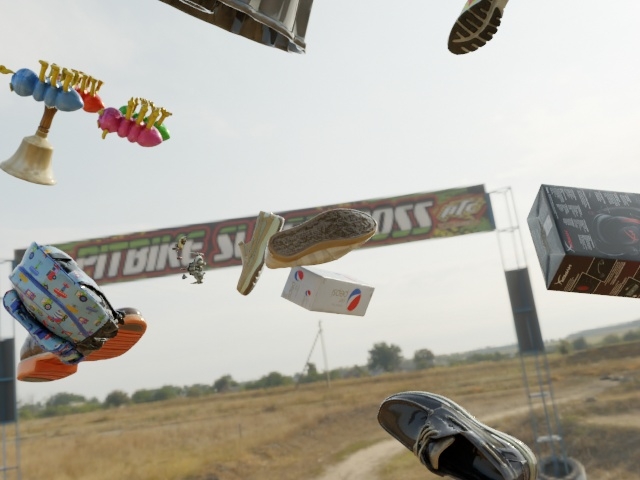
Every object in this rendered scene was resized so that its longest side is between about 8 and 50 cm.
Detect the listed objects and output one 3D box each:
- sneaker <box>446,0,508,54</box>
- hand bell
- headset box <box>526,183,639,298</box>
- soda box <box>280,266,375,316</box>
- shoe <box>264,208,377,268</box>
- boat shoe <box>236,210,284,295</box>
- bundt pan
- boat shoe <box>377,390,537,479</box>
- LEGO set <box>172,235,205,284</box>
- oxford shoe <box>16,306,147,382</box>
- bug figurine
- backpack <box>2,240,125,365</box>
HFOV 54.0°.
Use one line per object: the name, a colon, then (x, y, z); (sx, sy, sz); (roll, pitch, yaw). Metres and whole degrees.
sneaker: (0.322, -0.463, 1.247); (0.081, 0.094, 0.209); (31, -72, -17)
hand bell: (-0.616, -0.257, 1.401); (0.126, 0.242, 0.126); (23, 12, -5)
headset box: (0.598, 0.003, 1.284); (0.292, 0.218, 0.110); (5, -46, -2)
soda box: (0.020, 0.098, 1.203); (0.073, 0.069, 0.216); (23, 4, 32)
shoe: (0.000, 0.000, 1.066); (0.218, 0.077, 0.058); (-16, -33, -30)
boat shoe: (-0.146, 0.025, 1.355); (0.072, 0.190, 0.068); (24, -18, 0)
bundt pan: (-0.148, -0.370, 0.830); (0.330, 0.124, 0.331); (21, 9, -3)
boat shoe: (0.260, 0.410, 1.291); (0.355, 0.133, 0.130); (14, 5, 37)
LEGO set: (-0.184, 0.033, 0.912); (0.023, 0.054, 0.083); (0, -33, 26)
oxford shoe: (-0.492, 0.181, 1.263); (0.363, 0.133, 0.130); (-23, -26, 28)
bug figurine: (-0.321, -0.193, 0.903); (0.216, 0.072, 0.279); (21, 7, -13)
backpack: (-0.381, 0.088, 0.910); (0.117, 0.158, 0.173); (-45, -11, -20)
